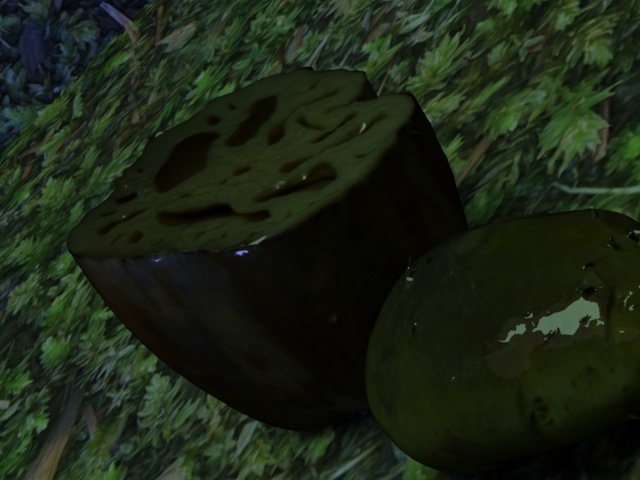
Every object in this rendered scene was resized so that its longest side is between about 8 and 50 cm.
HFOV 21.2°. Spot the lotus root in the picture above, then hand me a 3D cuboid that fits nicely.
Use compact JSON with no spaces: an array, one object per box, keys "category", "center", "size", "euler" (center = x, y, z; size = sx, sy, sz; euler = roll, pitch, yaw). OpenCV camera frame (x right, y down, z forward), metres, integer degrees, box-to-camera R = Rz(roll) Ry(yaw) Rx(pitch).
[{"category":"lotus root","center":[0.000,0.000,1.415],"size":[0.316,0.250,0.316],"euler":[-29,25,15]}]

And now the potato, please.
[{"category":"potato","center":[0.144,0.065,1.182],"size":[0.296,0.141,0.191],"euler":[-11,45,49]}]
